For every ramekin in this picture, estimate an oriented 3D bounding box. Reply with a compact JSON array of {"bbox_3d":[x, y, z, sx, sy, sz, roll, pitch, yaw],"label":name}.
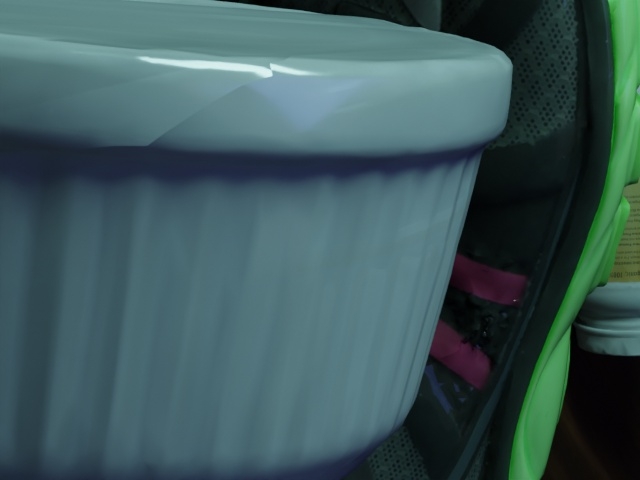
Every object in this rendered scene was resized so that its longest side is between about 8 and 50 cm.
[{"bbox_3d":[-0.082,-0.009,0.569,0.273,0.272,0.127,-16,114,-64],"label":"ramekin"}]

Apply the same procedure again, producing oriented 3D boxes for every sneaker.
[{"bbox_3d":[0.000,0.000,0.757,0.202,0.185,0.483,-9,110,-34],"label":"sneaker"}]

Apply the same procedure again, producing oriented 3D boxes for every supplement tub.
[{"bbox_3d":[0.238,-0.026,1.370,0.144,0.144,0.200,-22,109,-63],"label":"supplement tub"}]

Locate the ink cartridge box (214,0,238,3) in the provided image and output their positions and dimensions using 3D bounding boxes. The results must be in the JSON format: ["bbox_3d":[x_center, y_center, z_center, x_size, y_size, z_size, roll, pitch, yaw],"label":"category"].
[{"bbox_3d":[-0.050,-0.187,0.848,0.231,0.078,0.134,34,57,-60],"label":"ink cartridge box"}]
